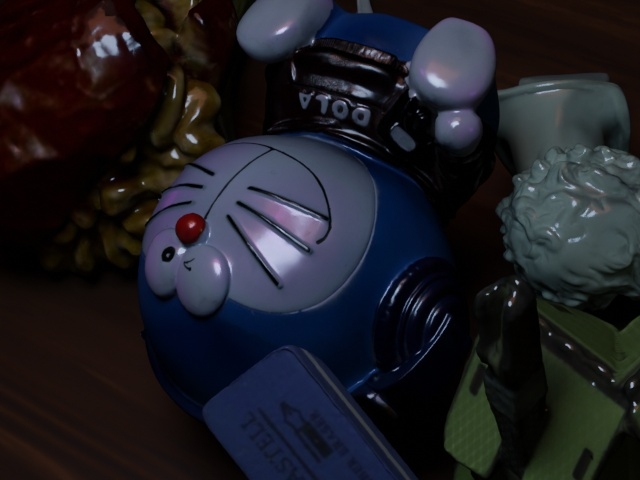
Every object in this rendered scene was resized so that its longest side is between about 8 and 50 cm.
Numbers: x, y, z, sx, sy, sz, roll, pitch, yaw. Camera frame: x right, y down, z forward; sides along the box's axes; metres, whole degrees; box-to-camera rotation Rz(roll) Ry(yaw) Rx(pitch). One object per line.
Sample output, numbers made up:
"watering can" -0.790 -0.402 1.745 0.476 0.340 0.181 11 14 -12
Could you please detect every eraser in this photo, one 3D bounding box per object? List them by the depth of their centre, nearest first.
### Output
"eraser" 0.024 0.169 0.948 0.082 0.225 0.036 -38 0 18

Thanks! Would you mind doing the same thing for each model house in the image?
"model house" 0.194 0.079 0.933 0.218 0.278 0.205 -39 51 -19

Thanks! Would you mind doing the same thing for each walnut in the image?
"walnut" -0.184 -0.102 1.224 0.269 0.222 0.244 -38 67 35

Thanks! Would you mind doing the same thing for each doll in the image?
"doll" 0.000 0.000 1.068 0.284 0.240 0.310 12 66 39

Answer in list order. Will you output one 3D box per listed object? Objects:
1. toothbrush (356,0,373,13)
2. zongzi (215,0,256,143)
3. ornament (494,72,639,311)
"toothbrush" 0.051 -0.164 1.378 0.040 0.040 0.386 -11 49 6
"zongzi" -0.084 -0.186 1.397 0.204 0.094 0.205 37 63 27
"ornament" 0.186 -0.054 1.134 0.130 0.120 0.285 -12 31 3
